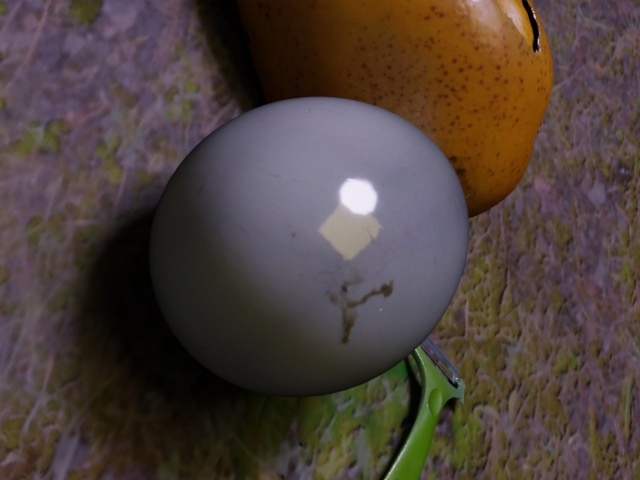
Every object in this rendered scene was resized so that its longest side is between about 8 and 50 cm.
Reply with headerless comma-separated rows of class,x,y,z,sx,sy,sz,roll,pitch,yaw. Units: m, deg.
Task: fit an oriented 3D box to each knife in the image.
knife,0.066,0.131,1.353,0.078,0.022,0.166,45,40,-20

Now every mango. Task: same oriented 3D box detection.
mango,0.050,-0.145,1.355,0.290,0.191,0.160,51,31,-13

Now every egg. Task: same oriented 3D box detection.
egg,0.000,0.000,1.203,0.264,0.183,0.183,-25,91,-60
